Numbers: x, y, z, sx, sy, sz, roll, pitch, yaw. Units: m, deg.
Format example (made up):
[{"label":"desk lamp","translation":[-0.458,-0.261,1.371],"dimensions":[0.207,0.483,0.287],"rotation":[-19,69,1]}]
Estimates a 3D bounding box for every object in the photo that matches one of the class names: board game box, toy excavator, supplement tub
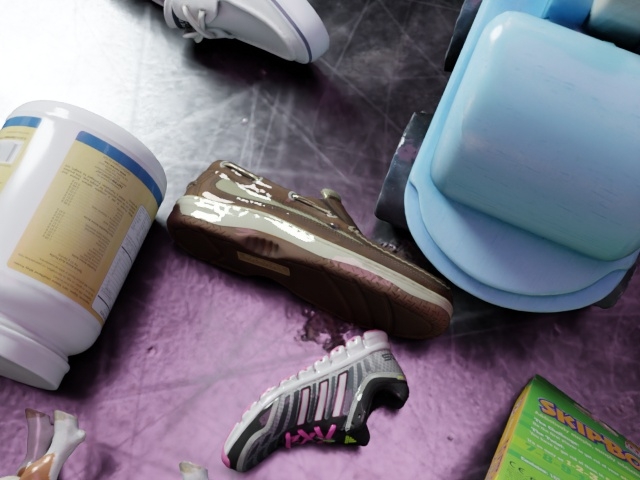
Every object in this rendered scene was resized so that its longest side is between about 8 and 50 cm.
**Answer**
[{"label":"board game box","translation":[0.186,0.175,0.604],"dimensions":[0.124,0.259,0.039],"rotation":[37,110,12]},{"label":"toy excavator","translation":[0.196,-0.142,0.545],"dimensions":[0.222,0.445,0.433],"rotation":[23,100,5]},{"label":"supplement tub","translation":[-0.225,0.004,0.681],"dimensions":[0.144,0.144,0.200],"rotation":[19,68,5]}]

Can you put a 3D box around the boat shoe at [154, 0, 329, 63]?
[{"label":"boat shoe","translation":[-0.114,-0.238,0.816],"dimensions":[0.267,0.096,0.088],"rotation":[38,75,13]}]

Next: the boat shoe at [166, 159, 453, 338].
[{"label":"boat shoe","translation":[0.000,-0.004,0.726],"dimensions":[0.257,0.095,0.095],"rotation":[23,62,7]}]

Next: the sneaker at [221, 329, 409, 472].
[{"label":"sneaker","translation":[0.003,0.142,0.679],"dimensions":[0.170,0.063,0.075],"rotation":[-31,66,-19]}]

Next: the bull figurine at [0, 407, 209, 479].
[{"label":"bull figurine","translation":[-0.188,0.230,0.606],"dimensions":[0.310,0.101,0.188],"rotation":[24,66,-5]}]
